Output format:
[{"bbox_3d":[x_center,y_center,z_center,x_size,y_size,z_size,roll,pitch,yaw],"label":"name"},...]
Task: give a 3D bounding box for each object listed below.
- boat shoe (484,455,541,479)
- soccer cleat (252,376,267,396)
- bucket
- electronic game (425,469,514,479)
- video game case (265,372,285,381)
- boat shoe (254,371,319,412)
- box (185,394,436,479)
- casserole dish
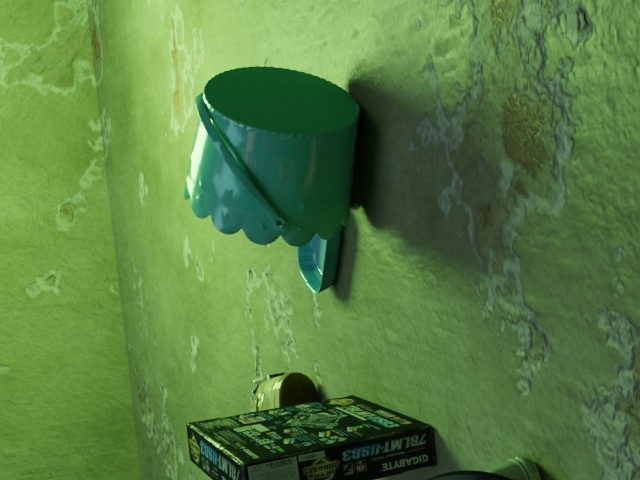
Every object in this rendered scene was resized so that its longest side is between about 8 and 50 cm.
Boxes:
[{"bbox_3d":[0.220,0.374,1.464,0.079,0.081,0.227,-137,45,-59],"label":"boat shoe"},{"bbox_3d":[-0.120,0.315,2.368,0.029,0.036,0.083,-146,52,-62],"label":"soccer cleat"},{"bbox_3d":[-0.072,-0.137,1.805,0.281,0.281,0.183,-126,38,-51],"label":"bucket"},{"bbox_3d":[0.188,0.381,1.404,0.048,0.229,0.229,-43,-46,-68],"label":"electronic game"},{"bbox_3d":[-0.070,0.407,2.261,0.210,0.042,0.232,108,147,-47],"label":"video game case"},{"bbox_3d":[-0.065,0.410,2.084,0.110,0.122,0.341,-19,62,46],"label":"boat shoe"},{"bbox_3d":[-0.023,0.308,1.769,0.295,0.293,0.073,-173,78,-67],"label":"box"},{"bbox_3d":[0.000,0.000,1.961,0.114,0.037,0.188,-125,34,-49],"label":"casserole dish"}]
